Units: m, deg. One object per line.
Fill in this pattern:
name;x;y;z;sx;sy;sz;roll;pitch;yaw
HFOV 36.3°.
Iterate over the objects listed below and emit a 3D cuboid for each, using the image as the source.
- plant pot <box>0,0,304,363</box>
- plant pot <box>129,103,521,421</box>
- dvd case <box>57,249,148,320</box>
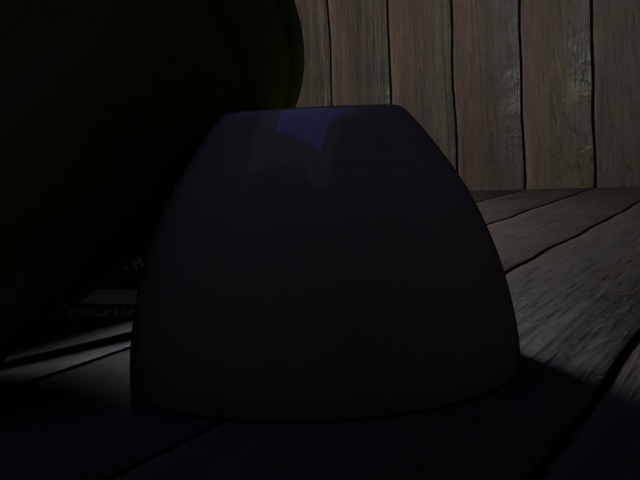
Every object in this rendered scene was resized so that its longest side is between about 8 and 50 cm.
plant pot;-0.251;-0.091;0.750;0.366;0.367;0.353;1;42;32
plant pot;0.000;0.000;0.710;0.284;0.191;0.284;-2;6;0
dvd case;-0.255;-0.015;0.954;0.179;0.030;0.239;3;40;-40
